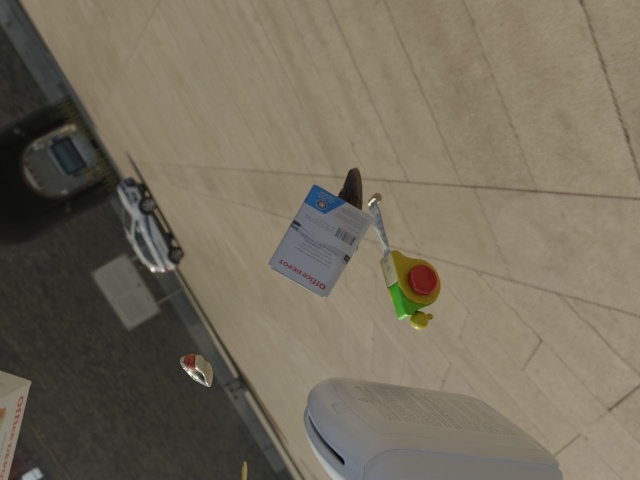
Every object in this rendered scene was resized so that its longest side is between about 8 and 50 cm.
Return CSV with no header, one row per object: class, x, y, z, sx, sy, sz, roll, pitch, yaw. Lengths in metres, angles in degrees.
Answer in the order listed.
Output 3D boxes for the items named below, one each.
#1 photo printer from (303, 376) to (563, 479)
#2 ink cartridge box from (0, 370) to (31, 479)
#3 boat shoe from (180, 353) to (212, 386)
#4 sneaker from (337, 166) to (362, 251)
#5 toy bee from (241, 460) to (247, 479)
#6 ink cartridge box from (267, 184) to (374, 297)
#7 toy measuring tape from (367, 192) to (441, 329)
photo printer,0.134,0.284,0.873,0.256,0.308,0.107,-153,75,-71
ink cartridge box,-0.782,0.436,1.260,0.161,0.279,0.385,16,-176,4
boat shoe,-0.281,0.298,1.434,0.137,0.043,0.049,75,-167,-56
sneaker,0.051,-0.064,1.350,0.066,0.071,0.188,-107,18,-77
toy bee,-0.130,0.572,1.282,0.299,0.195,0.162,26,161,-15
ink cartridge box,0.000,0.000,1.277,0.140,0.190,0.082,30,-175,-3
toy measuring tape,0.200,0.044,1.441,0.121,0.122,0.329,105,153,-70
